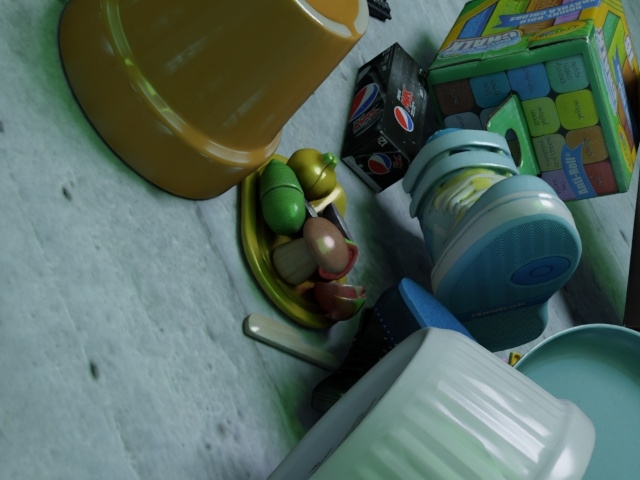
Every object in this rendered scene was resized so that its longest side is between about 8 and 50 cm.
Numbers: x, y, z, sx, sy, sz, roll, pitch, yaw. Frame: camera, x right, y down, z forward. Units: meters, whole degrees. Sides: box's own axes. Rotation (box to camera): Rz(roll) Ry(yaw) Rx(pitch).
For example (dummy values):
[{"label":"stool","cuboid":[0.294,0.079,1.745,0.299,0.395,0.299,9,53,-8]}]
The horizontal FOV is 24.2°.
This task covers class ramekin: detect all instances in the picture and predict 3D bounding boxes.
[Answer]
[{"label":"ramekin","cuboid":[0.045,0.176,0.996,0.127,0.273,0.273,43,31,0]}]

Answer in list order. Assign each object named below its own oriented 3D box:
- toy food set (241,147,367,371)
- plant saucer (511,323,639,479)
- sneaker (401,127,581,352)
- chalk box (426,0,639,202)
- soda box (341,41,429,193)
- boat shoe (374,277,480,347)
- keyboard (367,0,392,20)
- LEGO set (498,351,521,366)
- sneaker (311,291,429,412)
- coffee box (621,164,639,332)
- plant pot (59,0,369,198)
[{"label":"toy food set","cuboid":[0.000,0.000,1.267,0.128,0.071,0.218,33,38,-36]},{"label":"plant saucer","cuboid":[0.236,0.232,1.307,0.318,0.044,0.317,3,84,-34]},{"label":"sneaker","cuboid":[0.138,-0.034,1.328,0.319,0.127,0.208,95,-15,-68]},{"label":"chalk box","cuboid":[0.232,-0.146,1.589,0.289,0.179,0.180,-62,137,-57]},{"label":"soda box","cuboid":[0.067,-0.126,1.500,0.060,0.053,0.169,43,32,-22]},{"label":"boat shoe","cuboid":[0.109,0.154,1.160,0.258,0.089,0.109,58,20,9]},{"label":"keyboard","cuboid":[0.025,-0.332,1.662,0.108,0.023,0.180,13,51,-51]},{"label":"LEGO set","cuboid":[0.187,0.182,1.384,0.287,0.107,0.132,43,67,-32]},{"label":"sneaker","cuboid":[0.044,0.089,1.234,0.170,0.051,0.089,-8,108,-63]},{"label":"coffee box","cuboid":[0.412,-0.051,1.651,0.168,0.119,0.297,-22,117,-73]},{"label":"plant pot","cuboid":[-0.071,-0.166,1.201,0.205,0.188,0.205,36,36,-33]}]
